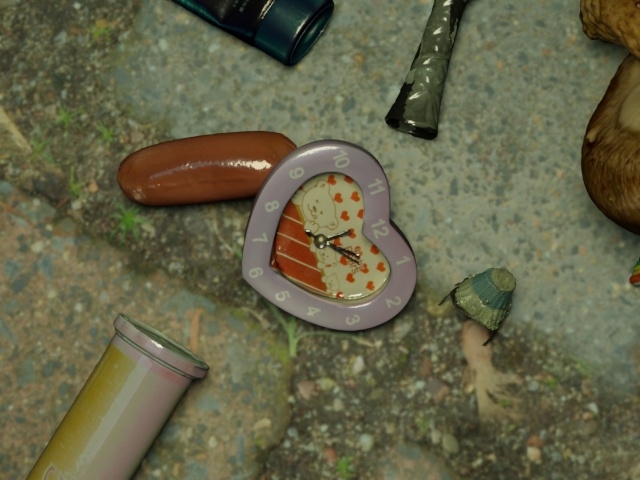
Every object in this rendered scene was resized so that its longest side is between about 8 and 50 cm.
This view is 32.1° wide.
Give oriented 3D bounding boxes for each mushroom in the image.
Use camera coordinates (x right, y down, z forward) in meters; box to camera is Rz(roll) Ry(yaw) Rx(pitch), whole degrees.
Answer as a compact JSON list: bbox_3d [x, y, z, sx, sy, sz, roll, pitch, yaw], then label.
[{"bbox_3d":[0.401,-0.147,1.023,0.239,0.345,0.345,15,83,-30],"label":"mushroom"}]

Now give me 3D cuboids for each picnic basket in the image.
[{"bbox_3d":[0.163,0.062,1.135,0.065,0.083,0.083,37,131,7],"label":"picnic basket"}]

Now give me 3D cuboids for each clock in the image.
[{"bbox_3d":[0.000,0.000,1.137,0.172,0.064,0.198,-20,105,5],"label":"clock"}]

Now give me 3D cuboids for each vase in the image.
[{"bbox_3d":[0.118,-0.194,1.169,0.059,0.059,0.166,17,85,7],"label":"vase"}]

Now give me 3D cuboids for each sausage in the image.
[{"bbox_3d":[-0.118,-0.076,1.166,0.194,0.077,0.077,-8,82,5],"label":"sausage"}]

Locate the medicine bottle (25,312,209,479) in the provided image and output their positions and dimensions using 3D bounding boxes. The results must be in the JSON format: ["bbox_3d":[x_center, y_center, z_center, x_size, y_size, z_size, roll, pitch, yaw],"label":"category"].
[{"bbox_3d":[-0.271,0.280,1.121,0.108,0.108,0.426,32,88,8],"label":"medicine bottle"}]

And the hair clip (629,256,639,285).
[{"bbox_3d":[0.383,-0.029,1.126,0.033,0.060,0.188,44,84,-8],"label":"hair clip"}]

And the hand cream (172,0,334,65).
[{"bbox_3d":[-0.115,-0.293,1.210,0.271,0.061,0.120,36,92,16],"label":"hand cream"}]
